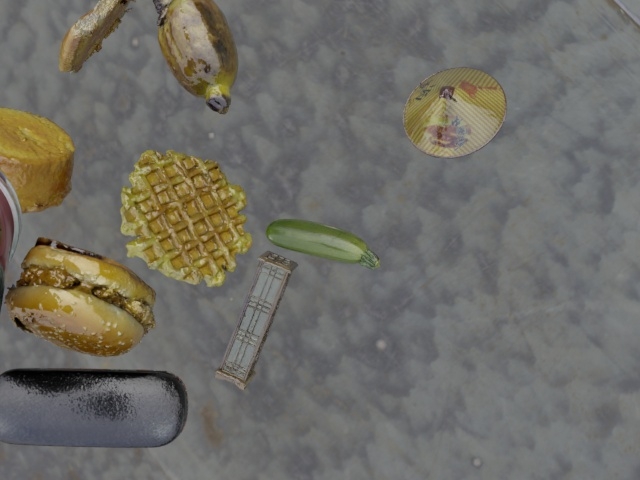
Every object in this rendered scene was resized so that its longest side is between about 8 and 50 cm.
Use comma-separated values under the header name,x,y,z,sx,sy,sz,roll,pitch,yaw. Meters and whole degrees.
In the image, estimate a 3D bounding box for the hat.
name,x,y,z,sx,sy,sz,roll,pitch,yaw
hat,0.233,-0.249,1.253,0.193,0.082,0.193,-8,68,20

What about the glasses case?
name,x,y,z,sx,sy,sz,roll,pitch,yaw
glasses case,-0.312,0.224,0.937,0.266,0.067,0.103,2,85,0

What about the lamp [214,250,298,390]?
name,x,y,z,sx,sy,sz,roll,pitch,yaw
lamp,-0.154,0.190,1.666,0.089,0.090,0.326,22,104,5

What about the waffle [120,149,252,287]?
name,x,y,z,sx,sy,sz,roll,pitch,yaw
waffle,-0.298,-0.054,1.575,0.068,0.324,0.302,-19,56,51

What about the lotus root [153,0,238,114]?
name,x,y,z,sx,sy,sz,roll,pitch,yaw
lotus root,-0.259,-0.413,1.493,0.169,0.141,0.314,-27,85,55

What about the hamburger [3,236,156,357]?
name,x,y,z,sx,sy,sz,roll,pitch,yaw
hamburger,-0.309,0.087,0.919,0.181,0.191,0.118,3,67,39

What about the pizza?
name,x,y,z,sx,sy,sz,roll,pitch,yaw
pizza,-0.553,-0.552,1.750,0.071,0.297,0.189,39,149,-9

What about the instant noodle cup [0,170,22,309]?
name,x,y,z,sx,sy,sz,roll,pitch,yaw
instant noodle cup,-0.462,0.029,0.798,0.255,0.243,0.244,46,124,55

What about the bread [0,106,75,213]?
name,x,y,z,sx,sy,sz,roll,pitch,yaw
bread,-0.586,-0.149,1.301,0.268,0.268,0.146,36,117,18

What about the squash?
name,x,y,z,sx,sy,sz,roll,pitch,yaw
squash,0.000,0.000,1.348,0.252,0.066,0.066,13,105,27
